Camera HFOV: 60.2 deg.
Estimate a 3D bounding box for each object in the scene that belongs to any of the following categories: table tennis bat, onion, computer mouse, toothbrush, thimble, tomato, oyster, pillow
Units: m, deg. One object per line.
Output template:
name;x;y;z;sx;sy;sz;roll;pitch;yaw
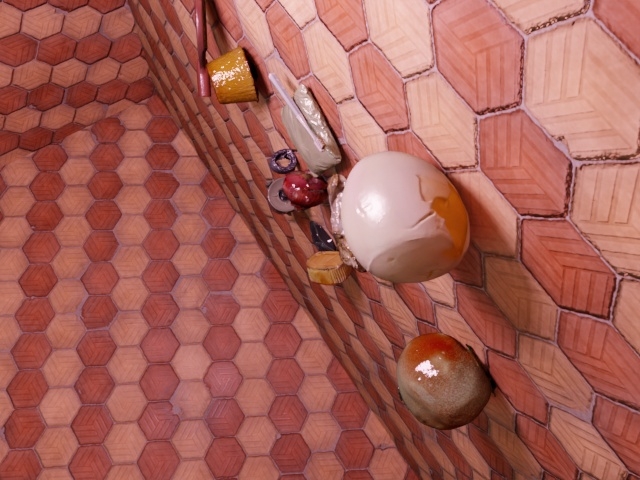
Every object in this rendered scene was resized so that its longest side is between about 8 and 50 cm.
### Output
table tennis bat;-0.445;-0.751;2.070;0.268;0.051;0.414;-113;23;-69
onion;-0.061;-0.176;2.006;0.184;0.184;0.147;46;122;38
computer mouse;0.000;0.000;2.371;0.192;0.062;0.106;52;163;18
toothbrush;-0.075;-0.405;1.726;0.342;0.025;0.030;57;149;23
thimble;-0.145;-0.305;2.171;0.095;0.104;0.066;56;162;5
tomato;0.376;0.451;1.740;0.303;0.239;0.303;48;157;28
oyster;0.098;-0.058;1.825;0.198;0.133;0.337;-71;-31;-77
pillow;-0.042;-0.351;1.831;0.274;0.076;0.281;62;163;-5

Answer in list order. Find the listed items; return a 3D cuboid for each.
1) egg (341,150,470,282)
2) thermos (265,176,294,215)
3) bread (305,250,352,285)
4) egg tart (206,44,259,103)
egg;0.189;-0.060;1.310;0.283;0.283;0.345;85;164;-57
thermos;-0.172;-0.189;2.409;0.176;0.146;0.265;53;170;-2
bread;0.037;0.116;2.289;0.191;0.132;0.114;5;132;34
egg tart;-0.316;-0.596;2.037;0.215;0.171;0.215;160;90;-85
